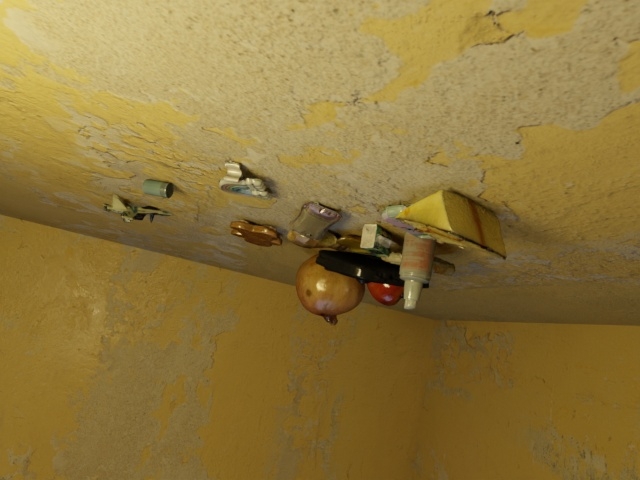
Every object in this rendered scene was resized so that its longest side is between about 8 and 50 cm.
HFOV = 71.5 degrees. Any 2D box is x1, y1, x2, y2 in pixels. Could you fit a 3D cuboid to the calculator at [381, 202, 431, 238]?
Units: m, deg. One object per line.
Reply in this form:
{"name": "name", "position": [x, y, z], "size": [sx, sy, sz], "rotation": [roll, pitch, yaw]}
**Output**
{"name": "calculator", "position": [0.282, -0.053, 1.258], "size": [0.141, 0.045, 0.246], "rotation": [-2, 162, 46]}

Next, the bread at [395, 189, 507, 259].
{"name": "bread", "position": [0.319, -0.011, 1.113], "size": [0.240, 0.135, 0.178], "rotation": [19, 147, -36]}

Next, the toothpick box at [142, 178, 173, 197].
{"name": "toothpick box", "position": [-0.528, -0.169, 1.445], "size": [0.083, 0.052, 0.052], "rotation": [11, 167, 10]}

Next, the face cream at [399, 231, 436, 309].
{"name": "face cream", "position": [0.299, 0.092, 1.394], "size": [0.101, 0.252, 0.101], "rotation": [11, 167, 3]}

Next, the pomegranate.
{"name": "pomegranate", "position": [0.040, 0.220, 2.015], "size": [0.338, 0.338, 0.338], "rotation": [11, 167, 3]}

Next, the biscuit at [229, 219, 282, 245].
{"name": "biscuit", "position": [-0.263, -0.027, 1.834], "size": [0.216, 0.047, 0.340], "rotation": [13, 169, 3]}

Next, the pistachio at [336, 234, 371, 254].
{"name": "pistachio", "position": [0.137, 0.010, 1.640], "size": [0.173, 0.049, 0.089], "rotation": [18, 143, -17]}

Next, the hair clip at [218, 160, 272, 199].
{"name": "hair clip", "position": [-0.218, -0.160, 1.246], "size": [0.140, 0.054, 0.220], "rotation": [4, 170, 4]}

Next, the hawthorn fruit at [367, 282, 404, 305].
{"name": "hawthorn fruit", "position": [0.288, 0.175, 1.973], "size": [0.225, 0.196, 0.196], "rotation": [39, 174, 17]}

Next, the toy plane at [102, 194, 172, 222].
{"name": "toy plane", "position": [-0.738, -0.110, 1.802], "size": [0.262, 0.088, 0.192], "rotation": [17, -166, -33]}

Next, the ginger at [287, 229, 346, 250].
{"name": "ginger", "position": [0.000, 0.000, 1.654], "size": [0.131, 0.086, 0.294], "rotation": [-28, 150, 35]}

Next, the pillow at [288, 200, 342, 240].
{"name": "pillow", "position": [-0.023, -0.059, 1.438], "size": [0.130, 0.038, 0.232], "rotation": [20, 153, -14]}

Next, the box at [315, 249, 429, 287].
{"name": "box", "position": [0.193, 0.107, 1.689], "size": [0.350, 0.091, 0.359], "rotation": [8, -177, -26]}

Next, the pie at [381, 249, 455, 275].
{"name": "pie", "position": [0.339, 0.071, 1.576], "size": [0.274, 0.055, 0.274], "rotation": [13, -177, -1]}

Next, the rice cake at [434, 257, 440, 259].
{"name": "rice cake", "position": [0.389, 0.109, 1.795], "size": [0.042, 0.080, 0.222], "rotation": [52, 157, -8]}

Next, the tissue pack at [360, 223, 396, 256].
{"name": "tissue pack", "position": [0.195, 0.001, 1.472], "size": [0.079, 0.085, 0.111], "rotation": [-1, 161, 37]}
